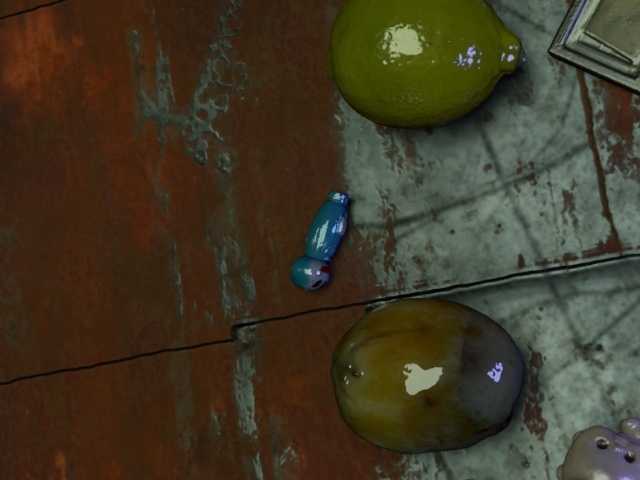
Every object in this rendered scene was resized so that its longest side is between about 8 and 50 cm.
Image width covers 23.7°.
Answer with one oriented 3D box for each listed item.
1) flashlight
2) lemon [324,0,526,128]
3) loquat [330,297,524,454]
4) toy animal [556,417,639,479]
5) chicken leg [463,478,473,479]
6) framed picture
[{"bbox_3d":[0.000,0.000,1.887,0.051,0.051,0.129,16,85,20],"label":"flashlight"},{"bbox_3d":[0.118,-0.225,1.807,0.248,0.184,0.184,-3,82,20],"label":"lemon"},{"bbox_3d":[0.123,0.155,1.757,0.227,0.179,0.179,-6,81,16],"label":"loquat"},{"bbox_3d":[0.314,0.256,1.659,0.124,0.212,0.124,0,90,18],"label":"toy animal"},{"bbox_3d":[0.238,0.458,1.694,0.409,0.182,0.295,49,116,22],"label":"chicken leg"},{"bbox_3d":[0.364,-0.272,1.808,0.128,0.023,0.169,28,92,20],"label":"framed picture"}]
